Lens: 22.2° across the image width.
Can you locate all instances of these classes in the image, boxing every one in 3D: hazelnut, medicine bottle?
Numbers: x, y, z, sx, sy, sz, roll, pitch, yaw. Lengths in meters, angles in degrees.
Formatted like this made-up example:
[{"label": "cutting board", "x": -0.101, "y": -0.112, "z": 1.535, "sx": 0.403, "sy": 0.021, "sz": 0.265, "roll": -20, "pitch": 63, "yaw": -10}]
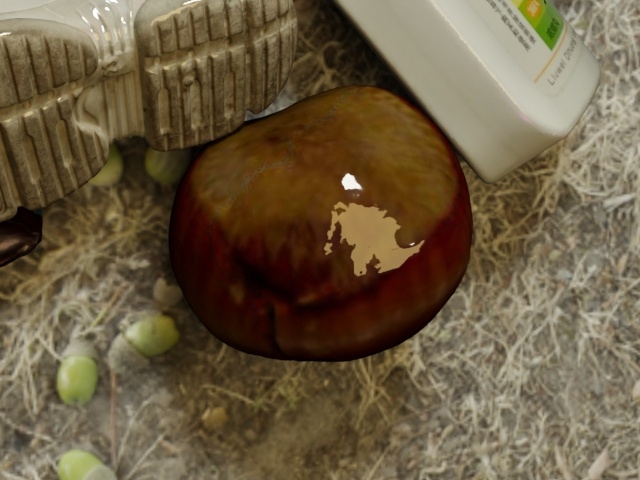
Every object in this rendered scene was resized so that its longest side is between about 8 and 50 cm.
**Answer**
[{"label": "hazelnut", "x": 0.000, "y": 0.000, "z": 1.233, "sx": 0.229, "sy": 0.229, "sz": 0.230, "roll": 0, "pitch": 91, "yaw": -18}, {"label": "medicine bottle", "x": 0.076, "y": -0.211, "z": 1.263, "sx": 0.324, "sy": 0.124, "sz": 0.179, "roll": 48, "pitch": 33, "yaw": -11}]

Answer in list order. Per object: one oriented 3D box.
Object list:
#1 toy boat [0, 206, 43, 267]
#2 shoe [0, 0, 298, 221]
[{"label": "toy boat", "x": -0.309, "y": -0.018, "z": 1.188, "sx": 0.223, "sy": 0.100, "sz": 0.097, "roll": -10, "pitch": 51, "yaw": -32}, {"label": "shoe", "x": -0.207, "y": -0.144, "z": 1.166, "sx": 0.351, "sy": 0.198, "sz": 0.172, "roll": -14, "pitch": 139, "yaw": -24}]
